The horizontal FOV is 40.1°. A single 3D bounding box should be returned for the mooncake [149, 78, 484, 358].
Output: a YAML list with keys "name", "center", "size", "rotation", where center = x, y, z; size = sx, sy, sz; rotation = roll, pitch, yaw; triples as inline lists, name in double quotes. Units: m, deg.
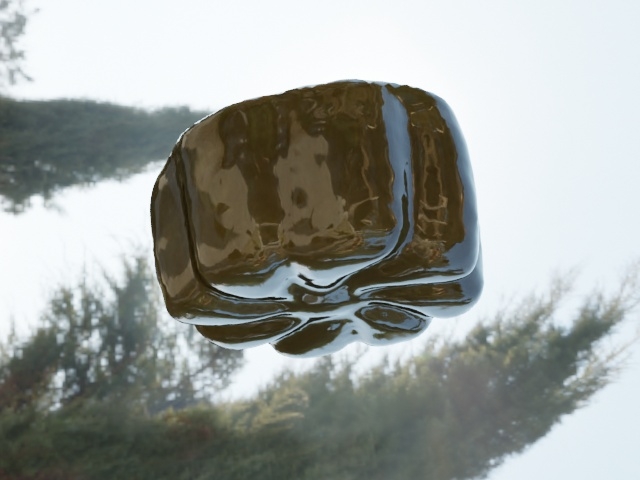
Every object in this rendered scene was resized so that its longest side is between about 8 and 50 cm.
- name: "mooncake"
  center: [0.000, 0.000, 0.984]
  size: [0.378, 0.378, 0.201]
  rotation: [-45, -131, 49]
